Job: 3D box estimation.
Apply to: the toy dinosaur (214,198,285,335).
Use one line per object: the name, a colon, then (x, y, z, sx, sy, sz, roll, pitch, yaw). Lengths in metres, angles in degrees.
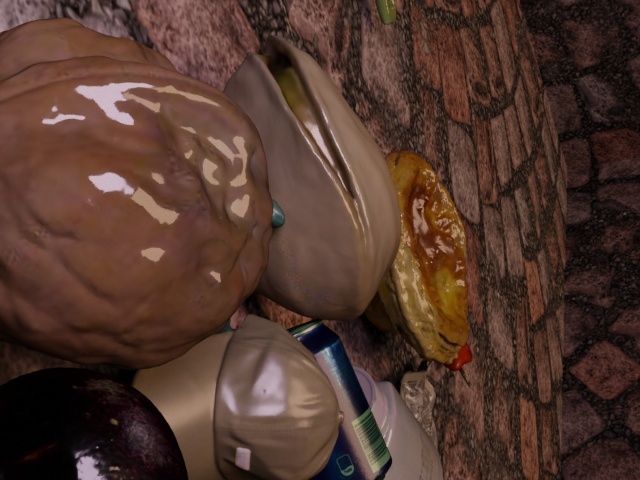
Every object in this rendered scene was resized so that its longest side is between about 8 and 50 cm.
toy dinosaur: (-0.162, 0.069, 0.768, 0.331, 0.129, 0.384, -29, 109, -54)

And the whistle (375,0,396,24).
whistle: (0.100, -0.497, 1.479, 0.105, 0.085, 0.227, -33, 113, -53)

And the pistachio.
pistachio: (-0.021, -0.065, 0.957, 0.226, 0.207, 0.332, 4, -69, 70)

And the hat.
hat: (-0.070, 0.166, 0.730, 0.173, 0.144, 0.166, -29, 120, -69)

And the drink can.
drink can: (-0.002, 0.201, 0.991, 0.118, 0.118, 0.205, -21, 89, -64)

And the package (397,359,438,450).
package: (0.167, 0.319, 1.448, 0.166, 0.040, 0.232, -26, 114, -61)

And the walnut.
walnut: (-0.162, -0.033, 0.624, 0.273, 0.227, 0.273, 21, 66, -56)

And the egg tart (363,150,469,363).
egg tart: (0.134, 0.031, 1.326, 0.352, 0.150, 0.352, 43, 40, -51)

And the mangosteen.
mangosteen: (-0.201, 0.177, 0.559, 0.230, 0.194, 0.194, 19, 63, -34)

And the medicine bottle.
medicine bottle: (0.081, 0.295, 1.186, 0.296, 0.111, 0.161, 57, 35, -46)

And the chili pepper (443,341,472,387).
chili pepper: (0.242, 0.172, 1.616, 0.063, 0.071, 0.272, -29, 109, -22)
